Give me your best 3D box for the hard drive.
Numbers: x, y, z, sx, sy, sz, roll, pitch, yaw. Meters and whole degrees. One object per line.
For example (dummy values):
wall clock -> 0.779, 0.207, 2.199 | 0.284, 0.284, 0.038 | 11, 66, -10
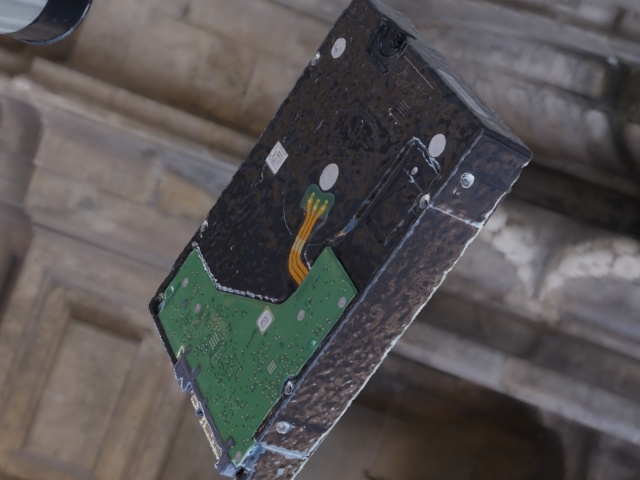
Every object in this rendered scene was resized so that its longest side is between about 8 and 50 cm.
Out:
hard drive -> 0.000, 0.000, 1.048 | 0.064, 0.339, 0.237 | 23, -159, -35

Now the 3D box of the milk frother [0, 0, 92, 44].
milk frother -> -0.247, -0.165, 0.871 | 0.129, 0.143, 0.135 | 42, -166, 10
